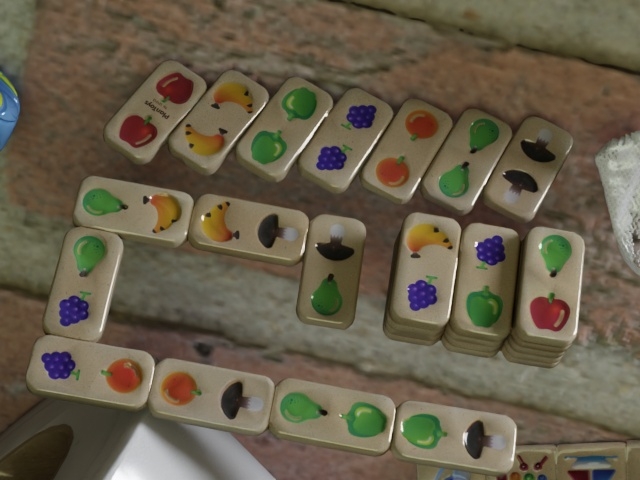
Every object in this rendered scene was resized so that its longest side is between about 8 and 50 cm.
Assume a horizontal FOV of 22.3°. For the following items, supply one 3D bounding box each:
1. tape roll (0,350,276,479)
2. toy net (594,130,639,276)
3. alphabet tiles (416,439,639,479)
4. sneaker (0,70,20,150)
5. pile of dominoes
[{"bbox_3d":[-0.119,0.200,0.842,0.246,0.246,0.169,-37,105,17],"label":"tape roll"},{"bbox_3d":[0.220,0.031,0.858,0.232,0.045,0.122,41,111,-12],"label":"toy net"},{"bbox_3d":[0.180,0.204,0.952,0.237,0.009,0.198,-3,113,5],"label":"alphabet tiles"},{"bbox_3d":[-0.247,-0.088,0.821,0.188,0.067,0.078,30,106,-12],"label":"sneaker"},{"bbox_3d":[0.000,0.000,0.787,0.251,0.196,0.040,10,154,-1],"label":"pile of dominoes"}]
